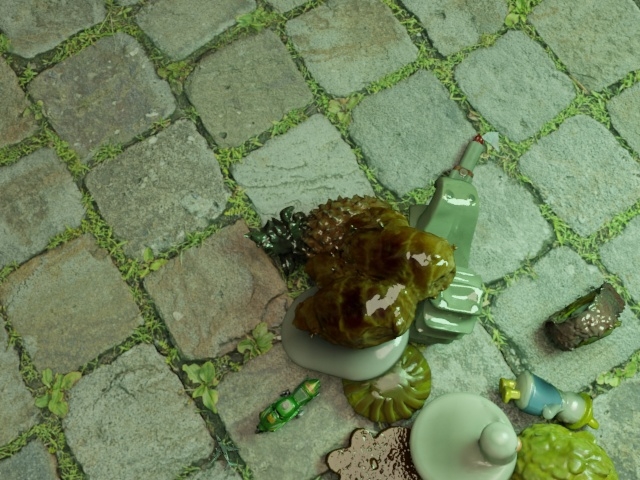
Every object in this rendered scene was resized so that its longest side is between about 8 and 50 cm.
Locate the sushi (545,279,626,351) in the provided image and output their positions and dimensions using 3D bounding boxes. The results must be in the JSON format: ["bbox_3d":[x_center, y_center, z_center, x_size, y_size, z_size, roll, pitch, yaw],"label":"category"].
[{"bbox_3d":[0.639,0.189,1.575,0.161,0.241,0.107,-34,85,32],"label":"sushi"}]

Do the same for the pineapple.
[{"bbox_3d":[0.000,0.000,1.593,0.357,0.223,0.223,-1,72,9],"label":"pineapple"}]

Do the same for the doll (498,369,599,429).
[{"bbox_3d":[0.538,0.374,1.512,0.241,0.135,0.099,24,79,-5],"label":"doll"}]

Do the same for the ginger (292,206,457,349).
[{"bbox_3d":[0.097,0.084,1.376,0.357,0.152,0.274,-48,66,6],"label":"ginger"}]

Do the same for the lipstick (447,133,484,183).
[{"bbox_3d":[0.396,-0.214,1.736,0.063,0.057,0.186,25,71,8],"label":"lipstick"}]

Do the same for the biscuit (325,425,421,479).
[{"bbox_3d":[0.135,0.515,1.501,0.236,0.039,0.180,-15,70,-6],"label":"biscuit"}]

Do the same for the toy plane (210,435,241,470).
[{"bbox_3d":[-0.224,0.492,1.511,0.078,0.024,0.084,-19,72,-26],"label":"toy plane"}]

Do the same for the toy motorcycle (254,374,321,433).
[{"bbox_3d":[-0.078,0.385,1.506,0.190,0.106,0.074,-37,77,-10],"label":"toy motorcycle"}]

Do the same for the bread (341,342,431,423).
[{"bbox_3d":[0.157,0.330,1.530,0.213,0.105,0.213,1,75,-2],"label":"bread"}]

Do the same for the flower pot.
[{"bbox_3d":[0.277,0.055,1.536,0.164,0.254,0.367,8,70,-12],"label":"flower pot"}]

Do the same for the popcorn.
[{"bbox_3d":[0.517,0.523,1.430,0.251,0.206,0.237,-33,89,22],"label":"popcorn"}]

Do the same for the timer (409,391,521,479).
[{"bbox_3d":[0.310,0.441,1.403,0.233,0.240,0.233,-6,59,11],"label":"timer"}]

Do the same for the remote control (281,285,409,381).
[{"bbox_3d":[0.051,0.208,1.515,0.332,0.103,0.221,7,64,36],"label":"remote control"}]
